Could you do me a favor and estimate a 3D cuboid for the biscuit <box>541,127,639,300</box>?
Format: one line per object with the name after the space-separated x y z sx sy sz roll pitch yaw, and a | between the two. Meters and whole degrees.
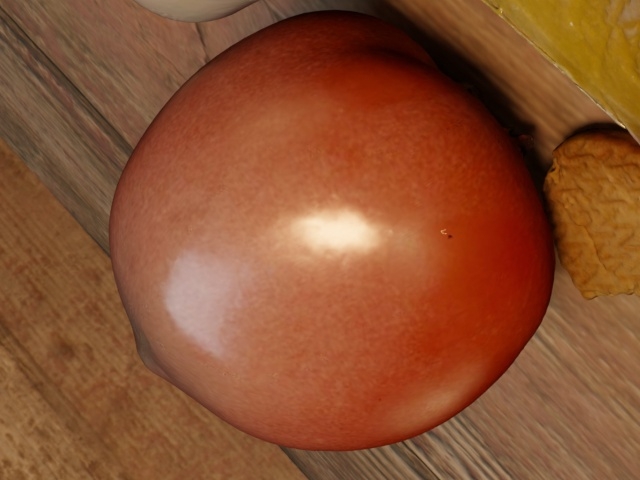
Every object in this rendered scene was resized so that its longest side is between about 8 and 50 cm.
0.212 -0.014 0.951 0.144 0.033 0.224 57 162 -8 | biscuit

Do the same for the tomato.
0.000 0.000 1.039 0.321 0.321 0.321 45 161 20 | tomato

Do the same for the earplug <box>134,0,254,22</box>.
-0.011 -0.225 0.914 0.301 0.172 0.172 13 138 55 | earplug

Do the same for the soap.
0.174 -0.127 0.763 0.233 0.076 0.135 44 162 20 | soap
